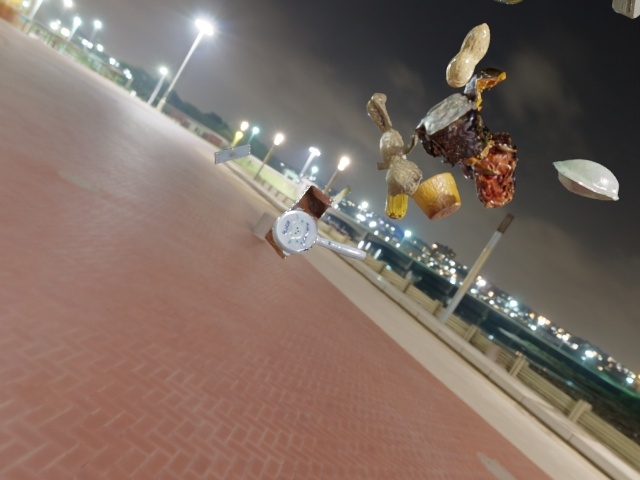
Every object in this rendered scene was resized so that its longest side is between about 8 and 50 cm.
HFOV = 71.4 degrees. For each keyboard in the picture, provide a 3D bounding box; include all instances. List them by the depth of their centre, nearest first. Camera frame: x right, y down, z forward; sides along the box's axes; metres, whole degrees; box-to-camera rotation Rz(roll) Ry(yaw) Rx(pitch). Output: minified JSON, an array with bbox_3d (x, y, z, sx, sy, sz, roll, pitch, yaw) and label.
[{"bbox_3d":[-0.377,-0.373,1.915,0.176,0.055,0.014,-25,49,-35],"label":"keyboard"}]

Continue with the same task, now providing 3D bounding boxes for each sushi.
[{"bbox_3d":[0.478,-0.393,1.613,0.207,0.234,0.348,51,27,-20],"label":"sushi"},{"bbox_3d":[0.733,-0.299,1.857,0.182,0.196,0.343,-87,158,-44],"label":"sushi"}]

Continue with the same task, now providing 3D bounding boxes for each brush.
[{"bbox_3d":[0.079,-0.184,1.887,0.178,0.030,0.033,-43,109,-47],"label":"brush"}]

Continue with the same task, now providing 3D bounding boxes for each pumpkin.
[{"bbox_3d":[0.633,-0.608,1.771,0.107,0.183,0.119,41,14,17],"label":"pumpkin"}]

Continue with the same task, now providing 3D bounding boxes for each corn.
[{"bbox_3d":[0.292,-0.185,1.665,0.080,0.231,0.080,11,-24,5],"label":"corn"}]

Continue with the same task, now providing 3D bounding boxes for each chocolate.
[{"bbox_3d":[-0.071,-0.078,1.568,0.112,0.112,0.321,43,44,-6],"label":"chocolate"}]

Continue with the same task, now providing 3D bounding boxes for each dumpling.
[{"bbox_3d":[0.817,-0.185,1.396,0.217,0.149,0.105,51,-19,40],"label":"dumpling"}]

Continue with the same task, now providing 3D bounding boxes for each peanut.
[{"bbox_3d":[0.438,-0.546,1.319,0.082,0.187,0.082,27,22,-12],"label":"peanut"}]

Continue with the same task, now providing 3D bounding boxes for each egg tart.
[{"bbox_3d":[0.501,-0.180,1.914,0.202,0.202,0.147,22,45,-65],"label":"egg tart"}]

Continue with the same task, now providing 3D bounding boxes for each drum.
[{"bbox_3d":[-0.010,0.017,1.161,0.253,0.130,0.049,34,-19,-8],"label":"drum"}]

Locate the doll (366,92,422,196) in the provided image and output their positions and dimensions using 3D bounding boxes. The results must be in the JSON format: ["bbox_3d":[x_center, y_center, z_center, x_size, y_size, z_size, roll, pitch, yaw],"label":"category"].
[{"bbox_3d":[0.200,-0.264,1.269,0.091,0.203,0.286,-11,53,-38],"label":"doll"}]

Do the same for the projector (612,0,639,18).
[{"bbox_3d":[0.988,-0.814,1.294,0.192,0.256,0.099,46,10,-52],"label":"projector"}]

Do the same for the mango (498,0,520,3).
[{"bbox_3d":[0.810,-1.104,1.944,0.156,0.114,0.251,15,28,-11],"label":"mango"}]

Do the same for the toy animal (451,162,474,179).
[{"bbox_3d":[0.692,-0.359,2.071,0.179,0.116,0.218,44,2,27],"label":"toy animal"}]
